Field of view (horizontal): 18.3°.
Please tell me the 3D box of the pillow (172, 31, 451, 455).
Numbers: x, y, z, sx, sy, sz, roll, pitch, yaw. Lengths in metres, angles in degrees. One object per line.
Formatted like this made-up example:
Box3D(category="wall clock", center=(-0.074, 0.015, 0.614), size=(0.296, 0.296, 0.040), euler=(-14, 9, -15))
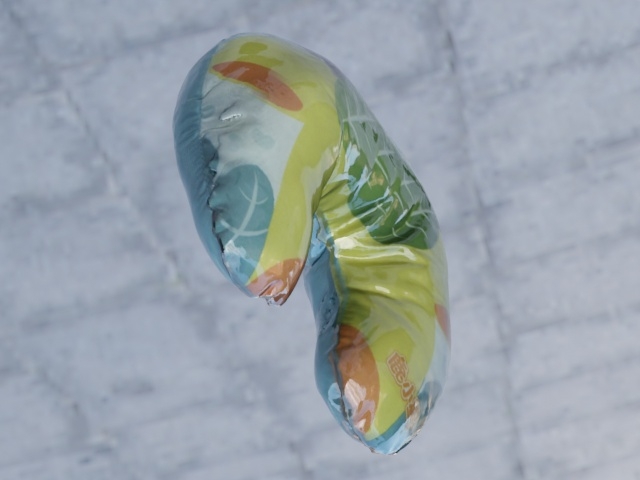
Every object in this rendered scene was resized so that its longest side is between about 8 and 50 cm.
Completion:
Box3D(category="pillow", center=(0.000, 0.000, 1.049), size=(0.086, 0.214, 0.233), euler=(-20, 125, 20))
